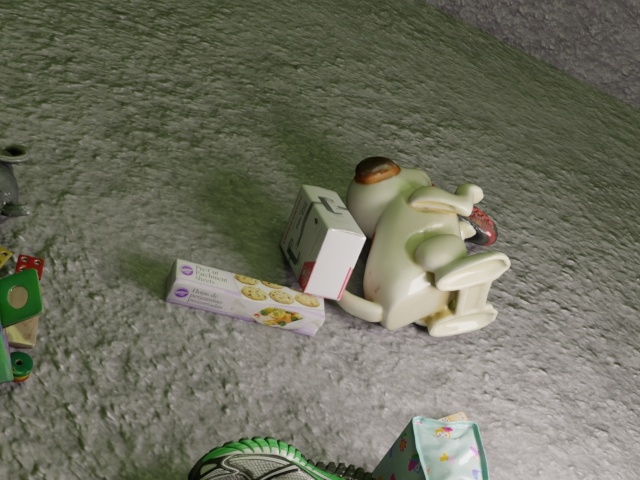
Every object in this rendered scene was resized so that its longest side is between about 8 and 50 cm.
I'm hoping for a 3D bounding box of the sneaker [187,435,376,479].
[{"bbox_3d":[-0.053,0.426,1.460,0.343,0.134,0.146,19,41,-17],"label":"sneaker"}]

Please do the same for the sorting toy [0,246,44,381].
[{"bbox_3d":[-0.551,0.121,1.514,0.132,0.046,0.275,13,43,-22],"label":"sorting toy"}]

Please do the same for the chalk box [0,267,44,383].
[{"bbox_3d":[-0.568,0.116,1.339,0.288,0.179,0.180,-11,52,-18],"label":"chalk box"}]

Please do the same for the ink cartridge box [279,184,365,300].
[{"bbox_3d":[0.000,0.000,1.881,0.092,0.159,0.218,13,23,-22],"label":"ink cartridge box"}]

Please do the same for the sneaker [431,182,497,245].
[{"bbox_3d":[0.320,-0.051,2.249,0.276,0.098,0.135,30,38,0],"label":"sneaker"}]

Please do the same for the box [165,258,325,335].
[{"bbox_3d":[-0.147,0.117,1.779,0.323,0.063,0.067,16,40,-20],"label":"box"}]

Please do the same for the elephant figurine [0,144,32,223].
[{"bbox_3d":[-0.621,-0.124,1.657,0.186,0.169,0.239,54,17,-18],"label":"elephant figurine"}]

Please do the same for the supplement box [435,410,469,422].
[{"bbox_3d":[0.264,0.389,1.792,0.098,0.036,0.062,-8,53,-39],"label":"supplement box"}]

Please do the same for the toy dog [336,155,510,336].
[{"bbox_3d":[0.194,0.002,2.013,0.395,0.285,0.408,-18,54,-1],"label":"toy dog"}]

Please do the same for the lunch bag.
[{"bbox_3d":[0.191,0.469,1.509,0.160,0.223,0.262,9,46,-18],"label":"lunch bag"}]
